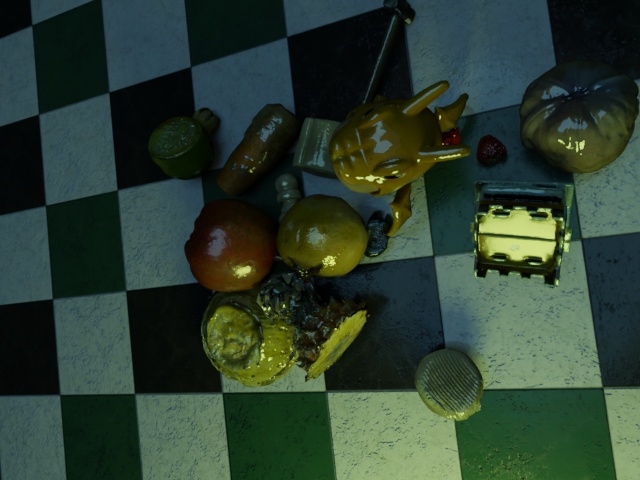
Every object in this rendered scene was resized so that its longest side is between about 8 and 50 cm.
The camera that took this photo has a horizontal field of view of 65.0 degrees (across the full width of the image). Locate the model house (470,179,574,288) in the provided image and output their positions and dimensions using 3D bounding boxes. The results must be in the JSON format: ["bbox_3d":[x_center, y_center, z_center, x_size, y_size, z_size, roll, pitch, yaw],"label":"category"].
[{"bbox_3d":[0.457,-0.033,1.161,0.224,0.215,0.198,4,122,23],"label":"model house"}]

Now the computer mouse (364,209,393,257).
[{"bbox_3d":[0.154,-0.016,1.375,0.079,0.047,0.134,18,84,10],"label":"computer mouse"}]

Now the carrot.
[{"bbox_3d":[-0.179,-0.261,1.477,0.139,0.139,0.301,45,111,17],"label":"carrot"}]

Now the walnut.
[{"bbox_3d":[0.566,-0.270,1.114,0.249,0.248,0.248,0,89,22],"label":"walnut"}]

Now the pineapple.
[{"bbox_3d":[-0.046,0.193,1.358,0.272,0.262,0.262,38,103,22],"label":"pineapple"}]

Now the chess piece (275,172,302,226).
[{"bbox_3d":[-0.091,-0.112,1.458,0.094,0.094,0.170,-19,78,21],"label":"chess piece"}]

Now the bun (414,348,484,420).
[{"bbox_3d":[0.326,0.365,1.260,0.167,0.113,0.173,-12,61,17],"label":"bun"}]

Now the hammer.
[{"bbox_3d":[0.157,-0.467,1.367,0.044,0.111,0.365,28,107,30],"label":"hammer"}]

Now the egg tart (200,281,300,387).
[{"bbox_3d":[-0.230,0.276,1.485,0.346,0.132,0.345,0,91,24],"label":"egg tart"}]

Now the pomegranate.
[{"bbox_3d":[-0.415,-0.294,1.567,0.190,0.159,0.240,-6,59,14],"label":"pomegranate"}]

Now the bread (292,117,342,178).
[{"bbox_3d":[0.009,-0.253,1.393,0.148,0.134,0.141,15,90,10],"label":"bread"}]

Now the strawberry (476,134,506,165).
[{"bbox_3d":[0.423,-0.229,1.259,0.073,0.073,0.083,-22,68,21],"label":"strawberry"}]

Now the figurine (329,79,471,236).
[{"bbox_3d":[0.191,-0.234,1.189,0.268,0.387,0.401,39,98,4],"label":"figurine"}]

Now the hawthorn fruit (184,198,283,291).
[{"bbox_3d":[-0.220,0.025,1.415,0.298,0.277,0.276,14,95,7],"label":"hawthorn fruit"}]

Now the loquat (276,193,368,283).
[{"bbox_3d":[0.000,0.000,1.312,0.244,0.244,0.243,0,89,22],"label":"loquat"}]
